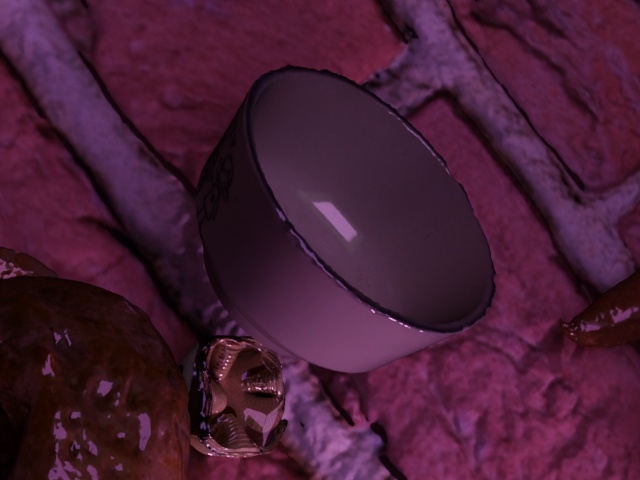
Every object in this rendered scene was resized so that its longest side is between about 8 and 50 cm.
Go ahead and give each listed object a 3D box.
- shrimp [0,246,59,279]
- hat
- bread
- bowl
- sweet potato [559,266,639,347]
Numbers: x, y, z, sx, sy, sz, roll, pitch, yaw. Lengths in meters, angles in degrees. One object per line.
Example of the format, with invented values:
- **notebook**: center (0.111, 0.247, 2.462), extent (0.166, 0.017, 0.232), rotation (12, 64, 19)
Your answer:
- **shrimp**: center (-0.175, 0.078, 1.202), extent (0.190, 0.042, 0.101), rotation (40, 84, -10)
- **hat**: center (-0.064, 0.101, 1.233), extent (0.076, 0.059, 0.077), rotation (5, 78, -40)
- **bread**: center (-0.185, 0.123, 1.086), extent (0.230, 0.123, 0.230), rotation (-7, 66, 16)
- **bowl**: center (0.000, 0.000, 1.238), extent (0.211, 0.112, 0.211), rotation (33, 35, -26)
- **sweet potato**: center (0.300, 0.016, 1.420), extent (0.314, 0.066, 0.072), rotation (-15, 75, -24)
